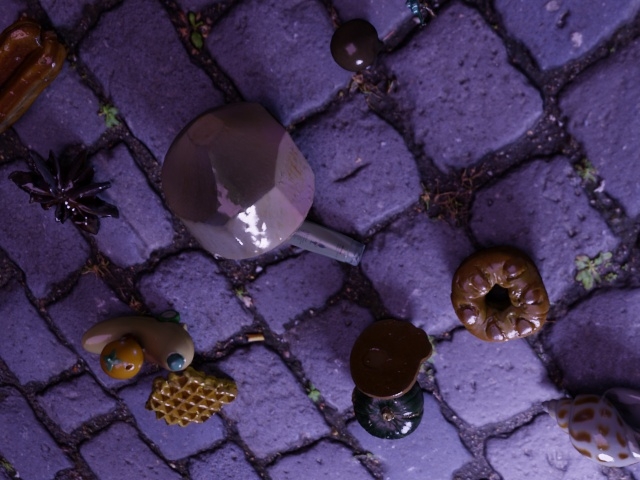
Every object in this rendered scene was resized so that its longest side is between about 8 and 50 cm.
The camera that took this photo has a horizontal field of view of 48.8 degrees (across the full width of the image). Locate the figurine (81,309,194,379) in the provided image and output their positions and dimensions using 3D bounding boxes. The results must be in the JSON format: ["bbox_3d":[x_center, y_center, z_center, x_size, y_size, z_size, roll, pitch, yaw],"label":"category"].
[{"bbox_3d":[-0.486,0.285,1.856,0.325,0.222,0.124,3,115,14],"label":"figurine"}]

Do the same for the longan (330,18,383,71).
[{"bbox_3d":[0.076,-0.410,1.483,0.113,0.092,0.113,0,96,-4],"label":"longan"}]

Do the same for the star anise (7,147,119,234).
[{"bbox_3d":[-0.637,-0.125,1.785,0.283,0.129,0.212,22,122,-4],"label":"star anise"}]

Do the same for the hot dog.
[{"bbox_3d":[-0.747,-0.399,1.699,0.349,0.117,0.158,-35,119,27],"label":"hot dog"}]

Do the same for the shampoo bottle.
[{"bbox_3d":[0.000,0.000,1.698,0.213,0.049,0.072,20,112,6],"label":"shampoo bottle"}]

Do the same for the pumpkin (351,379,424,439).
[{"bbox_3d":[0.169,0.405,1.766,0.190,0.146,0.190,-1,86,14],"label":"pumpkin"}]

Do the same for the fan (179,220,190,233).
[{"bbox_3d":[-0.323,-0.055,1.789,0.056,0.004,0.083,39,116,-3],"label":"fan"}]

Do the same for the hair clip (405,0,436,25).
[{"bbox_3d":[0.181,-0.519,1.433,0.049,0.049,0.172,-22,106,22],"label":"hair clip"}]

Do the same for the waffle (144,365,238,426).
[{"bbox_3d":[-0.378,0.429,1.917,0.229,0.057,0.219,-40,132,25],"label":"waffle"}]

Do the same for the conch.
[{"bbox_3d":[0.661,0.431,1.644,0.275,0.182,0.148,27,148,9],"label":"conch"}]

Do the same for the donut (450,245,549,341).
[{"bbox_3d":[0.404,0.121,1.603,0.227,0.114,0.226,6,114,13],"label":"donut"}]

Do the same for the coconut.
[{"bbox_3d":[-0.190,-0.139,1.555,0.353,0.352,0.352,6,113,13],"label":"coconut"}]

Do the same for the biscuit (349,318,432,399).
[{"bbox_3d":[0.165,0.289,1.711,0.181,0.208,0.049,21,158,26],"label":"biscuit"}]
